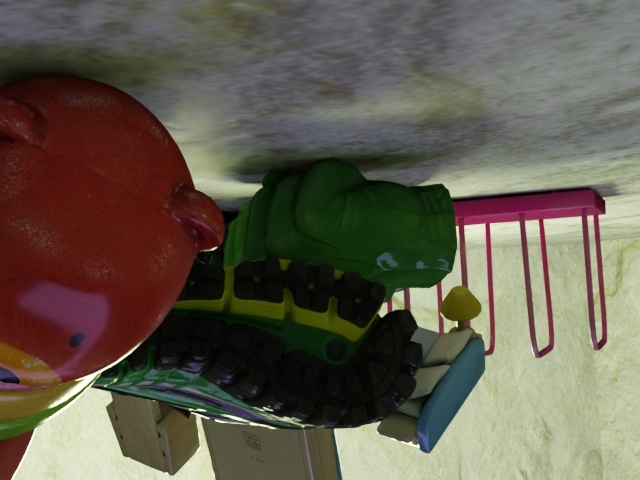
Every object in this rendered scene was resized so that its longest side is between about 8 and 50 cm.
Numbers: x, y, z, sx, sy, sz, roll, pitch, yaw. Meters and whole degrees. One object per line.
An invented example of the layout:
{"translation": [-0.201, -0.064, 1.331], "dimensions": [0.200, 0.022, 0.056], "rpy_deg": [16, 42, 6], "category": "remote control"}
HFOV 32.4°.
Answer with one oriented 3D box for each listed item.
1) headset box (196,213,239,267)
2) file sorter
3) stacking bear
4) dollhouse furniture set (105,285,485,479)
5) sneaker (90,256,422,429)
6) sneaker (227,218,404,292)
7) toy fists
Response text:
{"translation": [-0.198, 0.043, 1.227], "dimensions": [0.246, 0.131, 0.283], "rpy_deg": [-6, 177, 27], "category": "headset box"}
{"translation": [0.187, 0.047, 1.300], "dimensions": [0.290, 0.182, 0.202], "rpy_deg": [-4, 177, 18], "category": "file sorter"}
{"translation": [-0.153, 0.018, 0.502], "dimensions": [0.175, 0.164, 0.289], "rpy_deg": [33, 149, -22], "category": "stacking bear"}
{"translation": [-0.018, 0.093, 1.103], "dimensions": [0.286, 0.198, 0.303], "rpy_deg": [15, -141, 30], "category": "dollhouse furniture set"}
{"translation": [-0.115, 0.063, 0.749], "dimensions": [0.343, 0.134, 0.146], "rpy_deg": [20, 155, -9], "category": "sneaker"}
{"translation": [-0.003, 0.004, 1.086], "dimensions": [0.121, 0.099, 0.262], "rpy_deg": [3, 173, -31], "category": "sneaker"}
{"translation": [0.000, 0.000, 0.872], "dimensions": [0.142, 0.096, 0.279], "rpy_deg": [-2, 173, -13], "category": "toy fists"}
